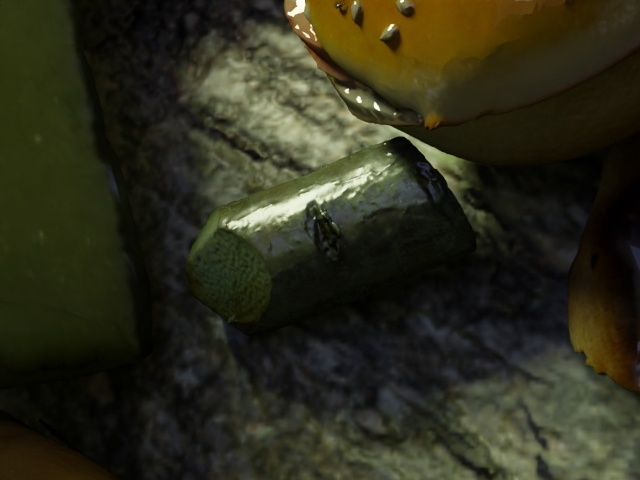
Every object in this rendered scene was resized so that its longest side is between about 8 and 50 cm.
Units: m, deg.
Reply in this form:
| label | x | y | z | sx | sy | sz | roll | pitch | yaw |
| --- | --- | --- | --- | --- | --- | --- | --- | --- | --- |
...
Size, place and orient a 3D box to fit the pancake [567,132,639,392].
| label | x | y | z | sx | sy | sz | roll | pitch | yaw |
| --- | --- | --- | --- | --- | --- | --- | --- | --- | --- |
| pancake | 0.196 | -0.030 | 0.639 | 0.212 | 0.056 | 0.257 | -20 | 61 | 15 |

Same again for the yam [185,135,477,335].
| label | x | y | z | sx | sy | sz | roll | pitch | yaw |
| --- | --- | --- | --- | --- | --- | --- | --- | --- | --- |
| yam | 0.000 | 0.000 | 0.705 | 0.146 | 0.070 | 0.070 | -21 | 61 | 13 |

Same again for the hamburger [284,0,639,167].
| label | x | y | z | sx | sy | sz | roll | pitch | yaw |
| --- | --- | --- | --- | --- | --- | --- | --- | --- | --- |
| hamburger | 0.093 | -0.132 | 0.651 | 0.237 | 0.147 | 0.237 | -32 | 36 | 27 |

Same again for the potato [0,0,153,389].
| label | x | y | z | sx | sy | sz | roll | pitch | yaw |
| --- | --- | --- | --- | --- | --- | --- | --- | --- | --- |
| potato | -0.261 | -0.065 | 0.704 | 0.212 | 0.280 | 0.330 | -23 | 75 | 25 |

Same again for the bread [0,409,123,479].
| label | x | y | z | sx | sy | sz | roll | pitch | yaw |
| --- | --- | --- | --- | --- | --- | --- | --- | --- | --- |
| bread | -0.140 | 0.180 | 0.640 | 0.262 | 0.163 | 0.204 | 35 | 73 | 17 |
